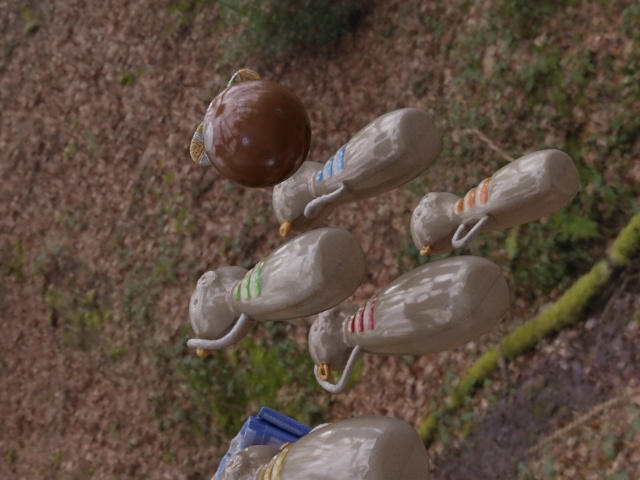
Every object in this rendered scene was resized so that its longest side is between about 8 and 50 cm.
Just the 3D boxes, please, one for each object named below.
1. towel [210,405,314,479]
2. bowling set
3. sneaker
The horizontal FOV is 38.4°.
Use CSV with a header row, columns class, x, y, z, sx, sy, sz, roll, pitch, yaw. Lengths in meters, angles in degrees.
class,x,y,z,sx,sy,sz,roll,pitch,yaw
towel,-0.010,0.272,0.966,0.285,0.209,0.034,118,177,-56
bowling set,0.000,0.000,0.518,0.154,0.200,0.287,-25,20,51
sneaker,-0.069,-0.090,0.707,0.083,0.032,0.037,-56,-6,-7
